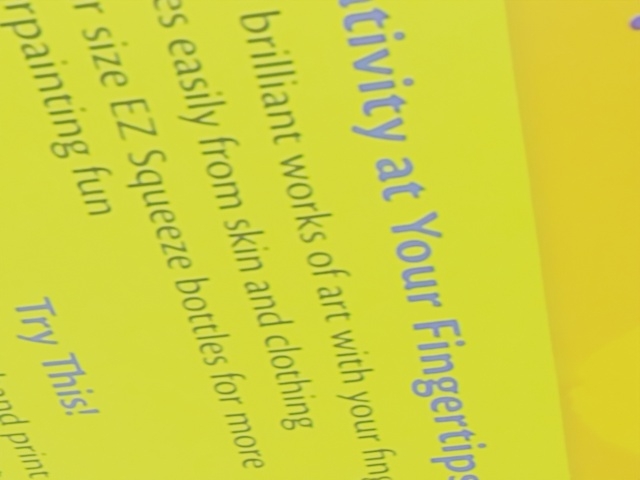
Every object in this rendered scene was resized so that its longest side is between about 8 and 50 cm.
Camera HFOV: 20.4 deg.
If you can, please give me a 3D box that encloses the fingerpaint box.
[{"bbox_3d":[0.000,0.000,0.467,0.445,0.371,0.163,74,13,-47],"label":"fingerpaint box"}]
